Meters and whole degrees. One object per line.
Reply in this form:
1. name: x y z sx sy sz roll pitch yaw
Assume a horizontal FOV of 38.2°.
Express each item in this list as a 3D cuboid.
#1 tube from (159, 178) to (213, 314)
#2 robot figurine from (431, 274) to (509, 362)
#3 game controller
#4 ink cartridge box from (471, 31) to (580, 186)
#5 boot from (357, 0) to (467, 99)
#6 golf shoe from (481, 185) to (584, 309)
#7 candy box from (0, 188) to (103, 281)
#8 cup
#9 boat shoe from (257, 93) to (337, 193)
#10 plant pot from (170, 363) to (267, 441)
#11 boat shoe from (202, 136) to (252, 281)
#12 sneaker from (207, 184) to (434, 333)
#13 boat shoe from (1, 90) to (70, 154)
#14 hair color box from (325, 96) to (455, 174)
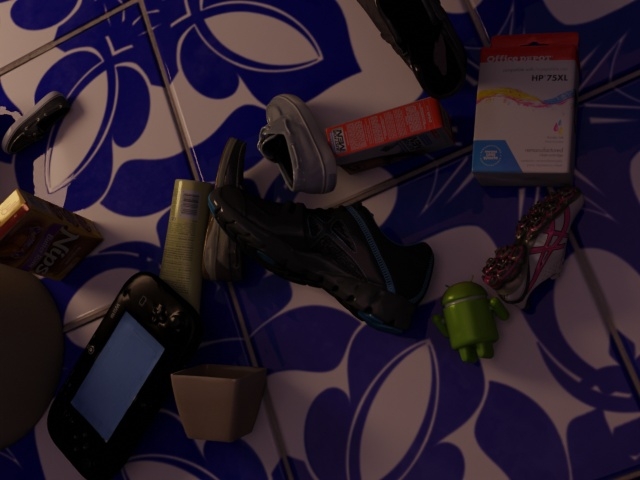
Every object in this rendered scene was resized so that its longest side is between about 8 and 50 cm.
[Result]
1. tube: -0.214 0.026 1.444 0.062 0.070 0.240 9 87 -23
2. robot figurine: 0.204 0.108 1.267 0.101 0.067 0.115 -21 72 27
3. game controller: -0.303 0.208 1.412 0.166 0.067 0.319 36 99 21
4. ink cartridge box: 0.290 -0.195 1.294 0.134 0.078 0.231 2 79 20
5. boot: 0.099 -0.350 1.263 0.118 0.223 0.338 -39 92 13
6. golf shoe: 0.303 0.009 1.264 0.086 0.067 0.186 42 84 -17
7. candy box: -0.442 -0.005 1.457 0.109 0.187 0.053 -43 66 8
8. cup: -0.611 0.173 1.454 0.331 0.237 0.331 -4 78 18
9. boat shoe: -0.049 -0.146 1.361 0.081 0.079 0.227 -6 40 -22
10. plant pot: -0.147 0.238 1.351 0.109 0.109 0.096 2 92 20
11. boat shoe: -0.130 -0.045 1.418 0.073 0.080 0.223 9 86 0
12. sneaker: 0.000 0.000 1.329 0.341 0.125 0.139 30 78 4
13. boat shoe: -0.490 -0.196 1.589 0.142 0.049 0.040 -45 69 4
14. hair color box: 0.103 -0.150 1.344 0.167 0.093 0.053 -14 75 17
